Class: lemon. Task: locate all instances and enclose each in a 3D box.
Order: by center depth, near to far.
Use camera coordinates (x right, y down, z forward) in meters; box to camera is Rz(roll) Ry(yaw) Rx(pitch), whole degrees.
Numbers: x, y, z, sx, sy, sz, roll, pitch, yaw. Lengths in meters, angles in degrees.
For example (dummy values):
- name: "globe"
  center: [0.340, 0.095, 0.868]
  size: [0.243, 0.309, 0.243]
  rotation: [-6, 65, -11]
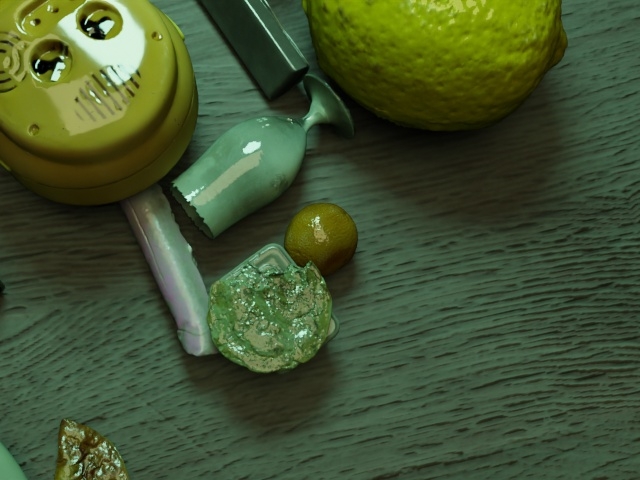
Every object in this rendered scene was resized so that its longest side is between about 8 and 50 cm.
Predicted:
- name: "lemon"
  center: [0.114, -0.246, 1.139]
  size: [0.310, 0.253, 0.254]
  rotation: [21, 76, 0]

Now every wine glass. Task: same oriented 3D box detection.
- name: "wine glass"
  center: [-0.065, -0.089, 1.164]
  size: [0.202, 0.093, 0.093]
  rotation: [-39, 84, -15]

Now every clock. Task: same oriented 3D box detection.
- name: "clock"
  center: [-0.273, -0.191, 1.101]
  size: [0.244, 0.200, 0.317]
  rotation: [-40, 77, -9]

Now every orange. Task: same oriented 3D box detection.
- name: "orange"
  center: [0.000, 0.000, 1.160]
  size: [0.084, 0.085, 0.085]
  rotation: [1, 77, -5]

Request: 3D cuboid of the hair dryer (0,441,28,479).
- name: "hair dryer"
  center: [-0.358, 0.330, 1.050]
  size: [0.237, 0.075, 0.206]
  rotation: [-45, 71, 0]

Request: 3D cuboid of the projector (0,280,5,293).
- name: "projector"
  center: [-0.388, 0.038, 1.108]
  size: [0.083, 0.083, 0.082]
  rotation: [-39, 83, -12]

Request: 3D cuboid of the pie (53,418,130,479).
- name: "pie"
  center: [-0.241, 0.284, 1.092]
  size: [0.088, 0.033, 0.191]
  rotation: [9, 74, 2]

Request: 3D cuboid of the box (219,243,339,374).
- name: "box"
  center: [-0.047, 0.076, 1.144]
  size: [0.089, 0.062, 0.122]
  rotation: [-36, 83, -11]

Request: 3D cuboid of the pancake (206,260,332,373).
- name: "pancake"
  center: [-0.052, 0.078, 1.099]
  size: [0.129, 0.022, 0.116]
  rotation: [0, 80, -5]

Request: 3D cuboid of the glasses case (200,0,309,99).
- name: "glasses case"
  center: [-0.084, -0.253, 1.210]
  size: [0.042, 0.072, 0.191]
  rotation: [-30, 81, -29]

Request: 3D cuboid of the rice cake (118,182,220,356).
- name: "rice cake"
  center: [-0.170, 0.005, 1.154]
  size: [0.055, 0.049, 0.270]
  rotation: [-22, 79, -15]
